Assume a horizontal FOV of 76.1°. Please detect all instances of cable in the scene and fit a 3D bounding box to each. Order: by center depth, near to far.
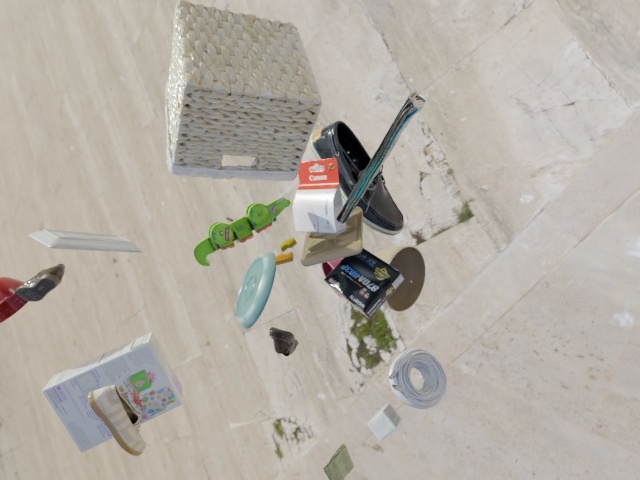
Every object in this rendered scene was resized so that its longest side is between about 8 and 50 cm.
[{"bbox_3d":[0.433,0.616,1.821,0.257,0.257,0.089,42,146,3],"label":"cable"}]

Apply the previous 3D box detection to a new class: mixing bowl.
[{"bbox_3d":[-1.035,0.183,1.317,0.098,0.181,0.181,45,127,-5],"label":"mixing bowl"}]

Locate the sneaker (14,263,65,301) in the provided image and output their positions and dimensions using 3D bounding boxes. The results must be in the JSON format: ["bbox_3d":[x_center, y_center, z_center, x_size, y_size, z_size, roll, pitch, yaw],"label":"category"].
[{"bbox_3d":[-0.820,0.125,1.210,0.188,0.071,0.066,-20,126,24],"label":"sneaker"}]

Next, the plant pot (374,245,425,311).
[{"bbox_3d":[0.302,0.150,1.804,0.191,0.284,0.284,13,108,48],"label":"plant pot"}]

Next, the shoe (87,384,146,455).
[{"bbox_3d":[-0.456,0.420,0.952,0.076,0.058,0.219,31,145,53],"label":"shoe"}]

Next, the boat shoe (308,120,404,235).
[{"bbox_3d":[0.159,-0.227,1.517,0.500,0.187,0.156,51,136,-8],"label":"boat shoe"}]

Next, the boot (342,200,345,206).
[{"bbox_3d":[0.076,-0.096,2.036,0.258,0.123,0.095,-36,54,-1],"label":"boot"}]

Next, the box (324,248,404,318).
[{"bbox_3d":[0.141,0.130,1.355,0.175,0.051,0.220,-47,44,-7],"label":"box"}]

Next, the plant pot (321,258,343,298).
[{"bbox_3d":[0.130,0.138,1.894,0.201,0.180,0.201,52,160,28],"label":"plant pot"}]

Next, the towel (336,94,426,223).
[{"bbox_3d":[0.174,-0.233,1.160,0.040,0.271,0.370,33,118,4],"label":"towel"}]

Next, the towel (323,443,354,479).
[{"bbox_3d":[0.065,0.776,1.402,0.027,0.110,0.148,19,138,42],"label":"towel"}]

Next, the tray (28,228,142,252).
[{"bbox_3d":[-0.682,0.000,1.211,0.145,0.270,0.030,18,96,33],"label":"tray"}]

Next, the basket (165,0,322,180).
[{"bbox_3d":[-0.204,-0.351,1.006,0.266,0.328,0.331,121,142,-52],"label":"basket"}]

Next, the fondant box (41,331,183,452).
[{"bbox_3d":[-0.641,0.475,1.294,0.096,0.330,0.238,-143,31,-73],"label":"fondant box"}]

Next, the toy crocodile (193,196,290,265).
[{"bbox_3d":[-0.243,-0.039,1.279,0.105,0.340,0.115,63,163,-13],"label":"toy crocodile"}]

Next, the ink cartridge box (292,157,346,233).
[{"bbox_3d":[-0.017,-0.142,1.341,0.189,0.066,0.232,4,112,43],"label":"ink cartridge box"}]

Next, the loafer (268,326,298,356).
[{"bbox_3d":[-0.137,0.386,1.529,0.080,0.220,0.078,11,65,23],"label":"loafer"}]

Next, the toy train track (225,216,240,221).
[{"bbox_3d":[-0.343,-0.079,1.592,0.048,0.083,0.014,-45,63,7],"label":"toy train track"}]

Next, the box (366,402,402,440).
[{"bbox_3d":[0.269,0.759,1.715,0.102,0.101,0.087,-46,72,18],"label":"box"}]

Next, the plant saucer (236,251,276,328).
[{"bbox_3d":[-0.265,0.189,1.621,0.317,0.043,0.318,-49,29,39],"label":"plant saucer"}]

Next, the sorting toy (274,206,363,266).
[{"bbox_3d":[0.000,0.000,1.396,0.307,0.229,0.041,-15,127,17],"label":"sorting toy"}]
